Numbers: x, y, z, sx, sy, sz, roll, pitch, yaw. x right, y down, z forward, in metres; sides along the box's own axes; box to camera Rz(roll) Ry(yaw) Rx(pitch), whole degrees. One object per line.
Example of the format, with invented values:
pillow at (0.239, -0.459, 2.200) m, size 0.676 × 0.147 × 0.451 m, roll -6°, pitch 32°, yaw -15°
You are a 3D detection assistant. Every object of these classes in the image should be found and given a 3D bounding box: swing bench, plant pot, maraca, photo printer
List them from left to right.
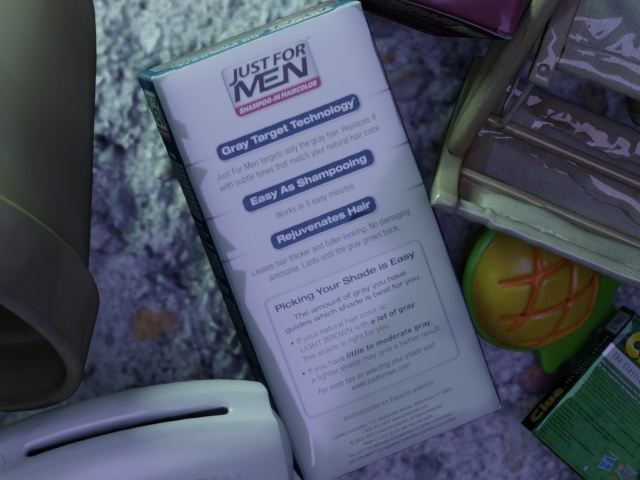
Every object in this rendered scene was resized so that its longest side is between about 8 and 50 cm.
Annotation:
plant pot at (-0.282, -0.069, 1.154) m, size 0.323 × 0.323 × 0.280 m, roll 22°, pitch 65°, yaw -15°
photo printer at (-0.143, 0.227, 1.246) m, size 0.256 × 0.107 × 0.307 m, roll -12°, pitch 140°, yaw -12°
maraca at (0.184, 0.040, 1.380) m, size 0.127 × 0.099 × 0.186 m, roll -51°, pitch 131°, yaw 2°
swing bench at (0.250, -0.105, 1.276) m, size 0.253 × 0.165 × 0.254 m, roll 23°, pitch 119°, yaw -6°

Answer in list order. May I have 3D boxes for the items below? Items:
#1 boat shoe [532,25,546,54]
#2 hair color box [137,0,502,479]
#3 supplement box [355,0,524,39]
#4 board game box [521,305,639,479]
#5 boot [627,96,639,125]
boat shoe at (0.201, -0.232, 1.362) m, size 0.059 × 0.063 × 0.170 m, roll 9°, pitch 106°, yaw -16°
hair color box at (0.000, 0.000, 1.324) m, size 0.174 × 0.105 × 0.347 m, roll -22°, pitch 102°, yaw -9°
supplement box at (0.083, -0.207, 1.270) m, size 0.104 × 0.188 × 0.080 m, roll 18°, pitch 93°, yaw -14°
board game box at (0.304, 0.187, 1.445) m, size 0.260 × 0.030 × 0.136 m, roll 43°, pitch 90°, yaw -21°
boot at (0.325, -0.201, 1.362) m, size 0.213 × 0.077 × 0.165 m, roll -28°, pitch 114°, yaw 2°
